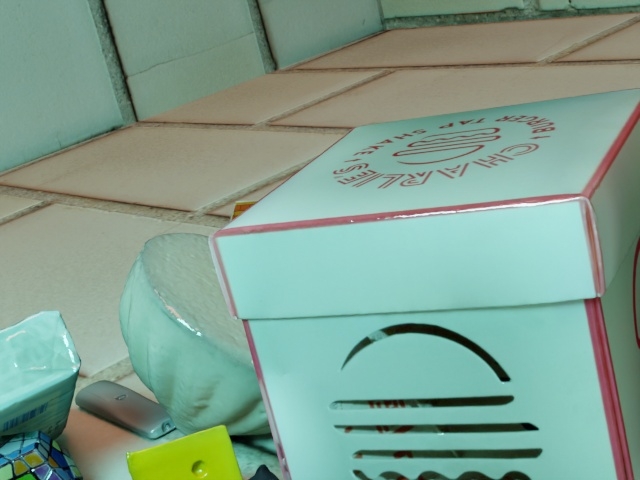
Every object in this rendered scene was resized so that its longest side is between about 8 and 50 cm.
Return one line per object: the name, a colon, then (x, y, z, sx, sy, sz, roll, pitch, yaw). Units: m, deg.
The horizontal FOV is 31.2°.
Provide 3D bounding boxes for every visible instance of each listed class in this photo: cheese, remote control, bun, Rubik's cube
cheese: (-0.122, 0.236, 1.054, 0.093, 0.126, 0.171, -17, -3, -13)
remote control: (-0.225, 0.191, 1.325, 0.050, 0.027, 0.184, -27, 23, -34)
bun: (-0.109, 0.127, 1.233, 0.263, 0.175, 0.263, 26, 19, -10)
Rubik's cube: (-0.287, 0.240, 1.112, 0.111, 0.111, 0.093, 4, 0, 44)

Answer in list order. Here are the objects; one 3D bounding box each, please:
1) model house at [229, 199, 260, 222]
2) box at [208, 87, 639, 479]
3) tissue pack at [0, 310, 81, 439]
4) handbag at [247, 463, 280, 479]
model house: (-0.001, 0.000, 1.537, 0.294, 0.154, 0.207, -2, 22, 34)
box: (0.137, 0.061, 1.001, 0.314, 0.300, 0.312, -5, 19, 27)
tissue pack: (-0.346, 0.171, 1.178, 0.177, 0.089, 0.263, -22, -14, -23)
handbag: (-0.064, 0.274, 0.846, 0.211, 0.088, 0.254, -27, 31, -24)
